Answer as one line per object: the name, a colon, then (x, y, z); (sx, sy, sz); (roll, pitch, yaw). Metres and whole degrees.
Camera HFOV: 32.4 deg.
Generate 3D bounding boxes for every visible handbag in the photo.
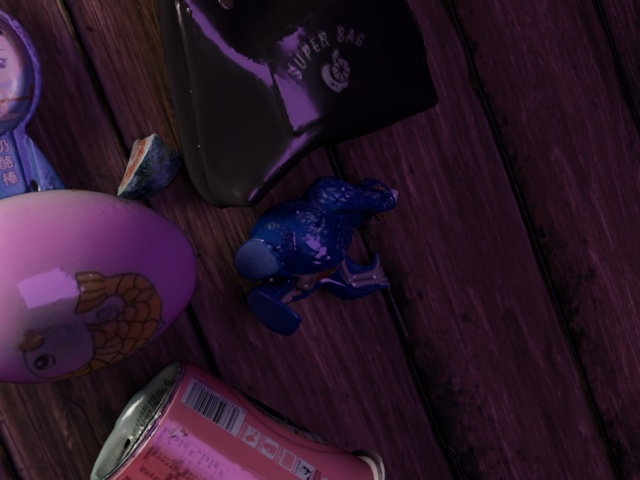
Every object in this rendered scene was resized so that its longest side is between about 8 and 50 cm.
handbag: (-0.029, -0.229, 1.240); (0.342, 0.152, 0.288); (-32, 114, -27)

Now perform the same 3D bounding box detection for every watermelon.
watermelon: (-0.198, -0.084, 1.229); (0.085, 0.085, 0.061); (-20, 57, -28)

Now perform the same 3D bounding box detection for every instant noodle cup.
instant noodle cup: (-0.098, 0.261, 1.182); (0.255, 0.244, 0.244); (37, 71, -14)

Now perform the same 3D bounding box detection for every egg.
egg: (-0.255, 0.039, 1.105); (0.271, 0.196, 0.196); (-25, 100, -31)

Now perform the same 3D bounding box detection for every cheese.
cheese: (-0.345, -0.141, 1.139); (0.135, 0.052, 0.245); (-17, 96, -28)

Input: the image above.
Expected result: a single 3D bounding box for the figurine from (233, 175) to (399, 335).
figurine: (-0.003, -0.004, 1.293); (0.262, 0.120, 0.164); (-23, 126, -49)
